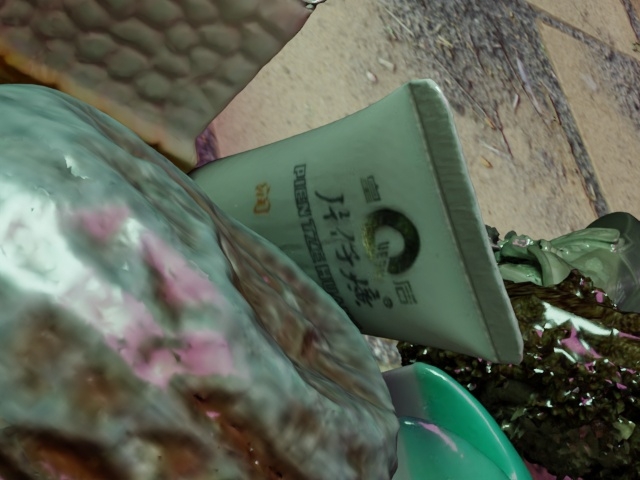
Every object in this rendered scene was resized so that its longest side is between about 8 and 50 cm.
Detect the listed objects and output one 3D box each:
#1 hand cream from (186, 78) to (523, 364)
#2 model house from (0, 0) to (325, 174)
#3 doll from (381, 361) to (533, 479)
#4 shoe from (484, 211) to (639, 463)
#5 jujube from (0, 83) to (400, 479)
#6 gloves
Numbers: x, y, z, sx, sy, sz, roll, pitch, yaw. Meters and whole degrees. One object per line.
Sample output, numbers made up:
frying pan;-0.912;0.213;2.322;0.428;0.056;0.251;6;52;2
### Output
hand cream;0.000;0.000;0.794;0.089;0.314;0.139;-24;98;-30
model house;-0.146;-0.169;0.854;0.202;0.237;0.237;24;37;-30
doll;0.063;0.201;0.834;0.195;0.153;0.258;-4;76;-71
shoe;0.177;0.030;1.133;0.149;0.109;0.293;49;38;-12
jujube;-0.103;0.080;0.679;0.308;0.215;0.246;44;10;-10
gloves;0.195;0.112;0.930;0.312;0.135;0.210;36;-4;-6
